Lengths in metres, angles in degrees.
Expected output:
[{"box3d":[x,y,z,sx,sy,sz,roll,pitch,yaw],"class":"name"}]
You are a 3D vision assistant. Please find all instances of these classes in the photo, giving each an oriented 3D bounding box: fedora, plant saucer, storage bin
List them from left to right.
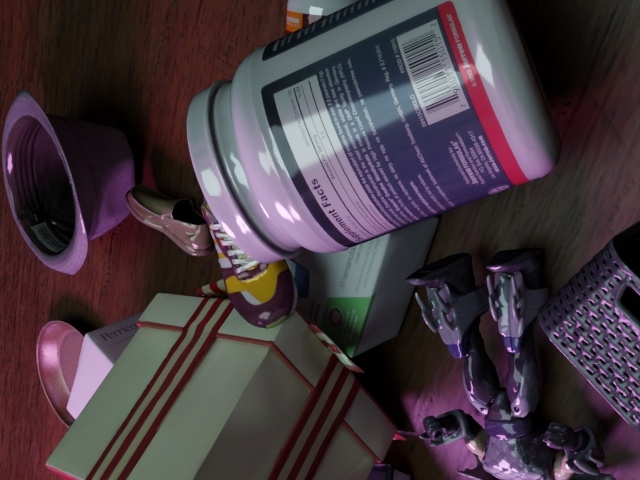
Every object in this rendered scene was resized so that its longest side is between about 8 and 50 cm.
[{"box3d":[-0.335,-0.085,1.102,0.244,0.124,0.275,60,142,13],"class":"fedora"},{"box3d":[-0.393,0.220,1.304,0.198,0.036,0.199,13,111,37],"class":"plant saucer"},{"box3d":[0.261,0.052,0.599,0.122,0.180,0.084,49,128,18],"class":"storage bin"}]

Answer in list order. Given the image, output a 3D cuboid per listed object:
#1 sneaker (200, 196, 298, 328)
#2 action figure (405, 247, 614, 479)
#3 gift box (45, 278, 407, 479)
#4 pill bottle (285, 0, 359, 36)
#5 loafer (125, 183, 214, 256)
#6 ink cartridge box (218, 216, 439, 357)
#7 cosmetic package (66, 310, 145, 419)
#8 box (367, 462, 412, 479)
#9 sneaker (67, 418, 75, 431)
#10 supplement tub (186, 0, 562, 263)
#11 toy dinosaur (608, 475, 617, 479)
[{"box3d":[-0.079,-0.001,0.770,0.069,0.084,0.186,-27,54,5],"class":"sneaker"},{"box3d":[0.173,0.153,0.764,0.185,0.099,0.285,-8,101,36],"class":"action figure"},{"box3d":[-0.072,0.208,0.843,0.276,0.258,0.255,4,142,39],"class":"gift box"},{"box3d":[0.007,-0.200,0.805,0.086,0.086,0.152,18,114,36],"class":"pill bottle"},{"box3d":[-0.193,-0.037,1.048,0.148,0.056,0.050,32,122,17],"class":"loafer"},{"box3d":[0.000,0.000,0.866,0.212,0.093,0.154,34,123,31],"class":"ink cartridge box"},{"box3d":[-0.216,0.209,1.072,0.183,0.151,0.151,41,126,23],"class":"cosmetic package"},{"box3d":[-0.005,0.345,0.941,0.220,0.051,0.175,-6,62,41],"class":"box"},{"box3d":[-0.284,0.334,1.193,0.125,0.104,0.262,17,137,28],"class":"sneaker"},{"box3d":[0.046,-0.102,0.680,0.272,0.191,0.191,-20,89,20],"class":"supplement tub"},{"box3d":[0.384,0.268,0.626,0.313,0.121,0.160,41,114,29],"class":"toy dinosaur"}]
